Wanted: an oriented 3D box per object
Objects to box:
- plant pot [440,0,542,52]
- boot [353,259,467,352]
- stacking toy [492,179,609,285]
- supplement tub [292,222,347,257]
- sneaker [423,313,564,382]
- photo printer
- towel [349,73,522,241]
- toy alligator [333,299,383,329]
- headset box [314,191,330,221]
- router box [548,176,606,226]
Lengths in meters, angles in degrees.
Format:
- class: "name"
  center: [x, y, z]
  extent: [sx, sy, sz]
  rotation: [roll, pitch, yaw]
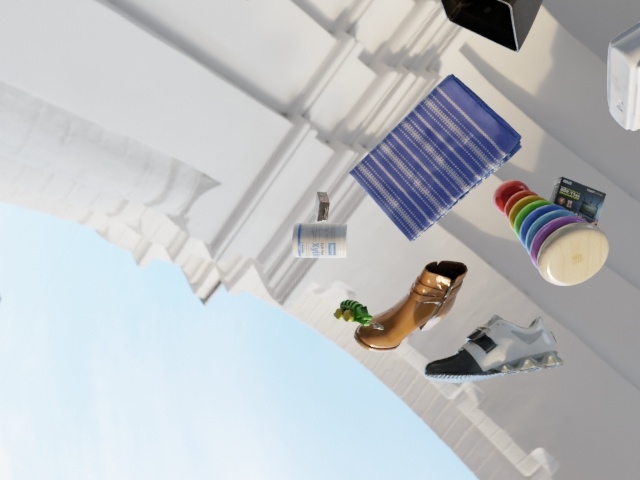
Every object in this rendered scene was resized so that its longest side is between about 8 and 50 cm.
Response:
- class: "plant pot"
  center: [0.361, -0.526, 1.015]
  extent: [0.187, 0.188, 0.167]
  rotation: [39, -82, 25]
- class: "boot"
  center: [0.225, 0.157, 1.235]
  extent: [0.109, 0.283, 0.220]
  rotation: [62, -33, 38]
- class: "stacking toy"
  center: [0.476, -0.046, 1.119]
  extent: [0.141, 0.141, 0.330]
  rotation: [-48, -154, 19]
- class: "supplement tub"
  center: [0.000, 0.000, 1.005]
  extent: [0.107, 0.071, 0.071]
  rotation: [1, -110, 6]
- class: "sneaker"
  center: [0.399, 0.259, 1.223]
  extent: [0.330, 0.122, 0.147]
  rotation: [-8, -111, -5]
- class: "photo printer"
  center: [0.741, -0.386, 1.006]
  extent: [0.307, 0.256, 0.107]
  rotation: [-32, -122, 15]
- class: "towel"
  center: [0.256, -0.190, 1.167]
  extent: [0.336, 0.040, 0.243]
  rotation: [-44, -108, 15]
- class: "toy alligator"
  center: [0.090, 0.171, 1.202]
  extent: [0.189, 0.056, 0.052]
  rotation: [2, -95, 58]
- class: "headset box"
  center: [0.004, -0.096, 1.456]
  extent: [0.083, 0.032, 0.062]
  rotation: [-106, -159, -59]
- class: "router box"
  center: [0.638, -0.093, 1.264]
  extent: [0.038, 0.122, 0.092]
  rotation: [107, 5, -79]
